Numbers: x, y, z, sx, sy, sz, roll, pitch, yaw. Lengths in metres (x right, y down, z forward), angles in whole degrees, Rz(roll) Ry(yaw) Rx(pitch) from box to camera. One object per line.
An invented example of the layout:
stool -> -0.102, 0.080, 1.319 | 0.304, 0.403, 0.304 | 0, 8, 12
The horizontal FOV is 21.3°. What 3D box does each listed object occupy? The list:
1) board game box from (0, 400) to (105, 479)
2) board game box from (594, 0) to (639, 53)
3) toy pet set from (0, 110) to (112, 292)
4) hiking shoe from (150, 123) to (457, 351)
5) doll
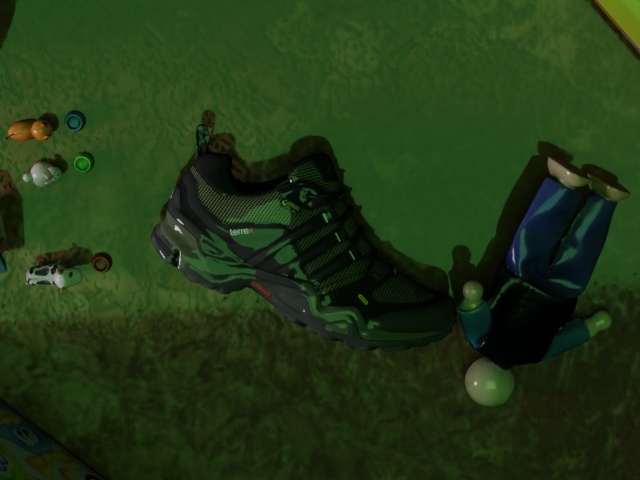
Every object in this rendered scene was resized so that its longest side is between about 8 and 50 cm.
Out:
board game box -> -0.241, 0.221, 1.230 | 0.275, 0.142, 0.144 | 39, 102, -8
board game box -> 0.286, -0.231, 1.158 | 0.242, 0.064, 0.316 | -42, 100, 9
toy pet set -> -0.216, -0.019, 1.210 | 0.114, 0.065, 0.122 | -10, 103, 2
hiking shoe -> 0.000, 0.000, 1.205 | 0.227, 0.086, 0.114 | 20, 103, -6
doll -> 0.159, 0.039, 1.232 | 0.129, 0.046, 0.189 | 18, 105, -28
